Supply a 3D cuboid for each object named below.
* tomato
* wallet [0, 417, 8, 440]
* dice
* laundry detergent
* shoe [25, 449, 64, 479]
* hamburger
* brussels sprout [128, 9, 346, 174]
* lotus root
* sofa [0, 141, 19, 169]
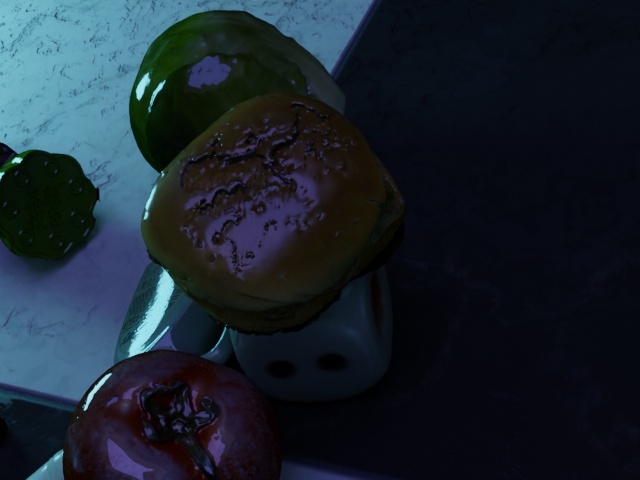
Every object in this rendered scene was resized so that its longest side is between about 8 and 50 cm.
[{"bbox_3d":[-0.184,0.276,1.558,0.270,0.227,0.270,7,48,-8],"label":"tomato"},{"bbox_3d":[-0.643,0.267,1.872,0.379,0.046,0.191,21,57,36],"label":"wallet"},{"bbox_3d":[-0.011,0.093,1.701,0.192,0.194,0.193,-7,48,12],"label":"dice"},{"bbox_3d":[-0.193,0.135,1.765,0.215,0.105,0.280,-21,38,30],"label":"laundry detergent"},{"bbox_3d":[-0.322,0.390,1.563,0.110,0.095,0.265,-30,46,16],"label":"shoe"},{"bbox_3d":[-0.057,-0.036,1.592,0.284,0.174,0.304,37,73,28],"label":"hamburger"},{"bbox_3d":[-0.129,-0.199,1.964,0.354,0.289,0.281,19,45,11],"label":"brussels sprout"},{"bbox_3d":[-0.480,-0.062,2.063,0.186,0.186,0.186,-10,45,11],"label":"lotus root"},{"bbox_3d":[-0.646,-0.113,2.186,0.258,0.182,0.200,25,78,37],"label":"sofa"}]
